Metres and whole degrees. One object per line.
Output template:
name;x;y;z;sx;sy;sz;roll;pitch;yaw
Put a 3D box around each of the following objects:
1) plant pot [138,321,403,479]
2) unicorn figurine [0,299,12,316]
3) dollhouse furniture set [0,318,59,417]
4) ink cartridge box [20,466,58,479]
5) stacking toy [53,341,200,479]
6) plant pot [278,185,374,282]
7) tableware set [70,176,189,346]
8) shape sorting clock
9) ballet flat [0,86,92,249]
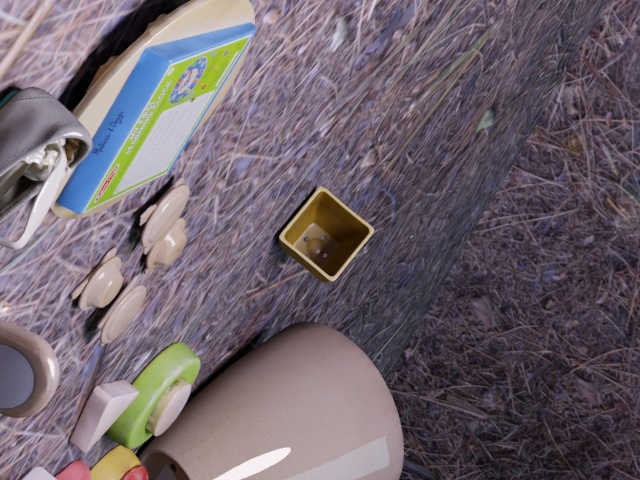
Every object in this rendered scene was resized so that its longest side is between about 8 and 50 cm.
plant pot;-0.082;0.263;2.053;0.274;0.256;0.256;-22;150;-40
unicorn figurine;-0.266;0.086;1.153;0.111;0.060;0.162;-45;150;-36
dollhouse furniture set;-0.245;0.202;0.676;0.355;0.174;0.303;-68;179;-69
ink cartridge box;-0.295;0.312;1.580;0.181;0.104;0.061;-44;166;-40
stacking toy;-0.200;0.267;1.772;0.279;0.130;0.309;-57;169;18
plant pot;0.000;0.000;1.931;0.081;0.081;0.083;-51;-179;-16
tableware set;-0.160;0.020;1.464;0.141;0.020;0.168;-52;168;-16
shape sorting clock;-0.123;-0.097;1.193;0.206;0.040;0.206;-48;171;-11
ballet flat;-0.220;-0.003;1.007;0.213;0.068;0.072;-50;169;-16
